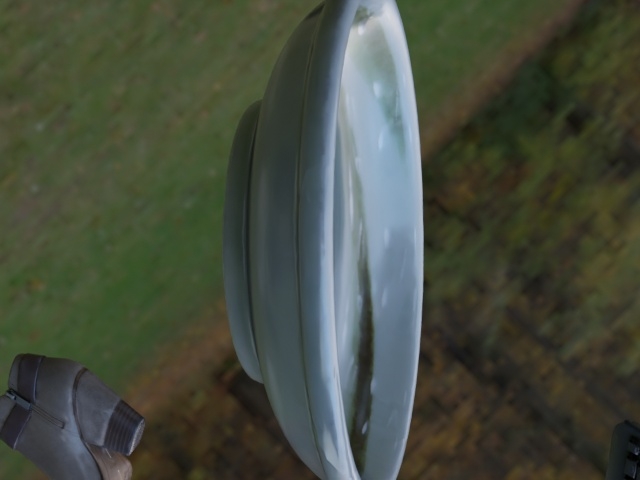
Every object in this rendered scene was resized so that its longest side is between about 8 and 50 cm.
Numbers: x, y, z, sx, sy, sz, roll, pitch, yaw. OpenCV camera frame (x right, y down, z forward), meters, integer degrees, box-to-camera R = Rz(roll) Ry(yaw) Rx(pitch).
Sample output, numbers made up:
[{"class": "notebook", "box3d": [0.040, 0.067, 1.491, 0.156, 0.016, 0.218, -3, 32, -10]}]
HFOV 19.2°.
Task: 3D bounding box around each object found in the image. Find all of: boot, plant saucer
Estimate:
[{"class": "boot", "box3d": [-0.153, 0.123, 1.101, 0.042, 0.087, 0.118, -42, 154, -68]}, {"class": "plant saucer", "box3d": [0.000, 0.000, 1.407, 0.101, 0.400, 0.400, 0, -173, 11]}]

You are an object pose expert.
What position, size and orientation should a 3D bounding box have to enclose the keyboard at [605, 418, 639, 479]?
[{"class": "keyboard", "box3d": [0.283, 0.307, 1.458, 0.033, 0.201, 0.317, -24, 129, -36]}]
